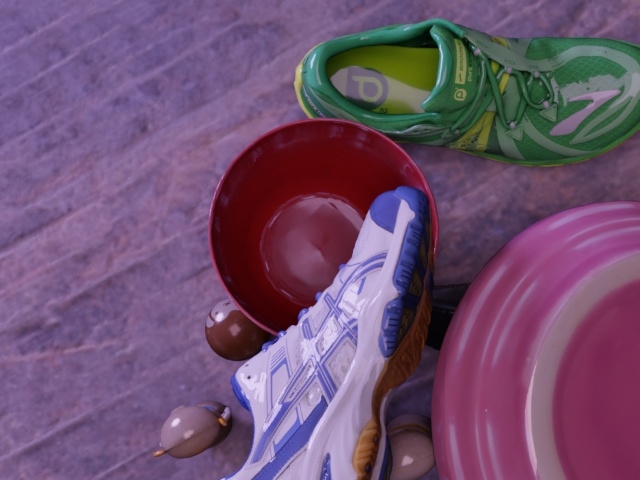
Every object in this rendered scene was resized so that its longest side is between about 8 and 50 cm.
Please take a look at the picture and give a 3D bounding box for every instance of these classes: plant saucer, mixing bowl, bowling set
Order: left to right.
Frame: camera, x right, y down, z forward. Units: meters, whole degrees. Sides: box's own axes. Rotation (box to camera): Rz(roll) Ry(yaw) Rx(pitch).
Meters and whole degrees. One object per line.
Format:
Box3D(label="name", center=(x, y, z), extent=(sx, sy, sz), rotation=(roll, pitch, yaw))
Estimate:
Box3D(label="bowling set", center=(-0.060, 0.148, 1.366), extent=(0.287, 0.154, 0.199), rotation=(-29, 86, 4))
Box3D(label="mixing bowl", center=(0.000, 0.000, 1.383), extent=(0.182, 0.098, 0.181), rotation=(1, 80, -3))
Box3D(label="plant saucer", center=(0.249, 0.132, 1.303), extent=(0.332, 0.084, 0.332), rotation=(2, 84, -20))

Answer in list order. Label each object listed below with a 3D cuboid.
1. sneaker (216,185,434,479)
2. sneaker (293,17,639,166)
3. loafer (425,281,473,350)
Box3D(label="sneaker", center=(0.000, 0.086, 1.259), extent=(0.131, 0.112, 0.296), rotation=(10, 66, 19))
Box3D(label="sneaker", center=(0.124, -0.116, 1.367), extent=(0.296, 0.123, 0.109), rotation=(0, 88, 5))
Box3D(label="loafer", center=(0.138, 0.057, 1.404), extent=(0.170, 0.062, 0.061), rotation=(9, 51, 13))
